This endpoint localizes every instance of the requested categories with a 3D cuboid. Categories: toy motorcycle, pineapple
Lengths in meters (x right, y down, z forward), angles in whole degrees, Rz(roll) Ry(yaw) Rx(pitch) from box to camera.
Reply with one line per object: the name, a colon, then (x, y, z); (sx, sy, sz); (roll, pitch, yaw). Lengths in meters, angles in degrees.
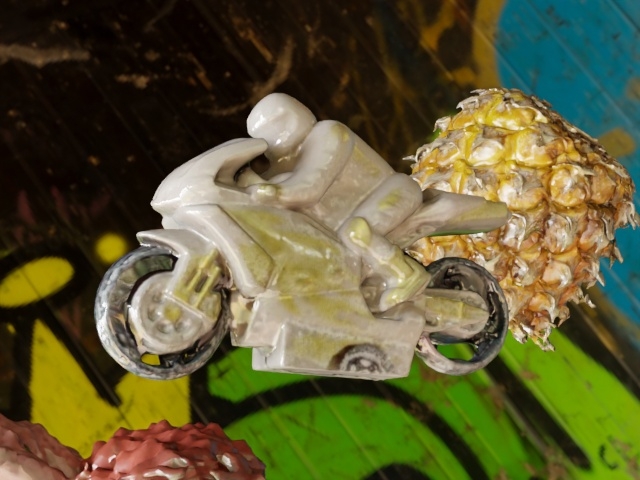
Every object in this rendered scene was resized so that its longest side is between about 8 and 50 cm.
toy motorcycle: (0.000, 0.000, 0.772); (0.341, 0.222, 0.108); (6, -12, -24)
pineapple: (0.281, -0.041, 1.446); (0.300, 0.352, 0.352); (-51, -13, 14)

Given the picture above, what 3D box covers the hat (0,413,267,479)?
hat: (-0.145, 0.165, 0.417); (0.286, 0.236, 0.107); (-31, -3, 0)
